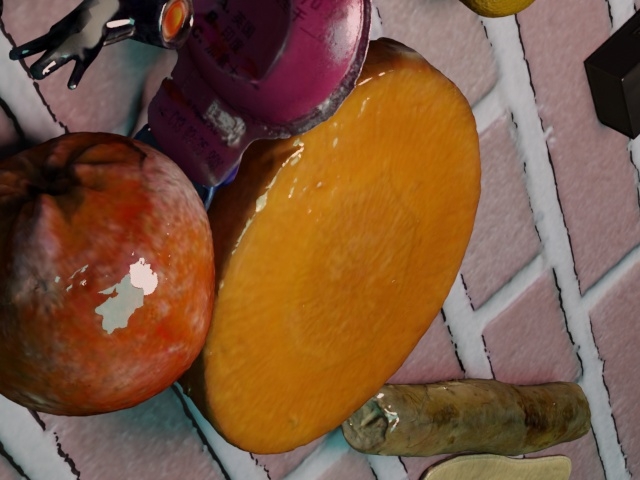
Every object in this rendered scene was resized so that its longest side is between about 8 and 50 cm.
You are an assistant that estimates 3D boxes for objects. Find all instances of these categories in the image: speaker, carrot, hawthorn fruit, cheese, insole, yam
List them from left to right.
[{"bbox_3d":[-0.142,0.026,0.908,0.173,0.173,0.173,-25,132,-31],"label":"hawthorn fruit"},{"bbox_3d":[-0.047,-0.112,0.926,0.062,0.155,0.244,-8,139,-53],"label":"cheese"},{"bbox_3d":[0.000,0.000,1.062,0.258,0.100,0.307,-10,126,-48],"label":"carrot"},{"bbox_3d":[0.139,0.158,1.352,0.317,0.067,0.071,5,140,-47],"label":"yam"},{"bbox_3d":[0.172,0.242,1.486,0.248,0.011,0.081,6,111,-47],"label":"insole"},{"bbox_3d":[0.323,-0.188,1.313,0.218,0.044,0.082,-43,139,-14],"label":"speaker"}]

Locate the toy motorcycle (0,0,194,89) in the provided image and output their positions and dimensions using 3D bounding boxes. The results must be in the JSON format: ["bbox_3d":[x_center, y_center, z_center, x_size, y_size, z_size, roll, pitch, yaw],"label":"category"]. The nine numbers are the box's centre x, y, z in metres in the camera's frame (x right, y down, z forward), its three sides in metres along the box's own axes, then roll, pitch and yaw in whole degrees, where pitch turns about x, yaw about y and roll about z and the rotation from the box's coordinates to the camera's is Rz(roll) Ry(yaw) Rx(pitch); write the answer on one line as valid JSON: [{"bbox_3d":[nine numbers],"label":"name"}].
[{"bbox_3d":[-0.182,-0.144,0.758,0.358,0.125,0.213,-31,140,-10],"label":"toy motorcycle"}]

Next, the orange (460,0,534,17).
[{"bbox_3d":[0.129,-0.206,1.076,0.085,0.085,0.095,13,112,-48],"label":"orange"}]
